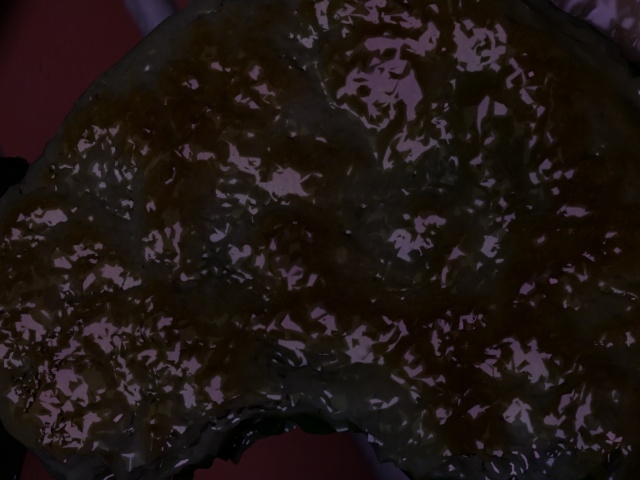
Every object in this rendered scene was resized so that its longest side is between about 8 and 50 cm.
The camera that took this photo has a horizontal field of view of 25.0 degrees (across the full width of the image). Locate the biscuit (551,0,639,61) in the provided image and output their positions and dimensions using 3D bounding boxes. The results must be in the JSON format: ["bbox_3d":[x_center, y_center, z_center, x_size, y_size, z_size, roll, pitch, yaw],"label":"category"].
[{"bbox_3d":[0.110,-0.069,0.729,0.220,0.033,0.220,1,92,26],"label":"biscuit"}]

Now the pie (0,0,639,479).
[{"bbox_3d":[0.000,0.000,0.689,0.371,0.078,0.296,3,74,23],"label":"pie"}]

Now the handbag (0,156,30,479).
[{"bbox_3d":[-0.287,0.062,0.978,0.079,0.247,0.260,22,101,35],"label":"handbag"}]
